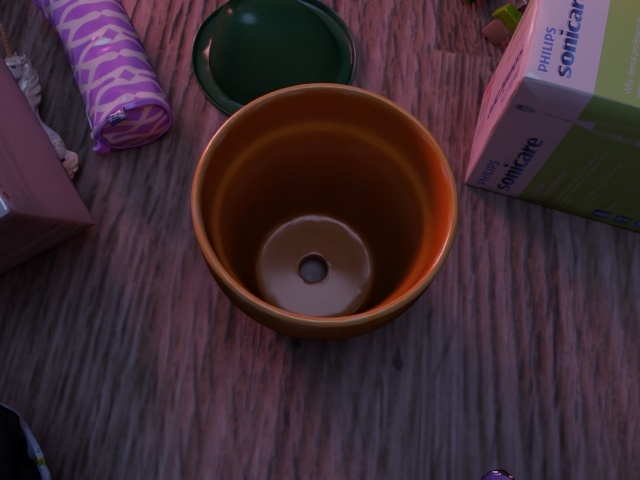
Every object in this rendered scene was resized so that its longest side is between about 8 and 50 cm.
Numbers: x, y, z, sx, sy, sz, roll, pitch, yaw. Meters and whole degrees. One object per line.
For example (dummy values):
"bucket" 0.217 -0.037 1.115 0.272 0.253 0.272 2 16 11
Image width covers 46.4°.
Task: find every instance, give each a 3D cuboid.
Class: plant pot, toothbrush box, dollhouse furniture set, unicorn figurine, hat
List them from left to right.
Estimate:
"unicorn figurine" -0.307 -0.114 0.755 0.111 0.060 0.162 -43 97 -14
"hat" -0.058 -0.232 0.743 0.209 0.183 0.172 -15 71 -9
"plant pot" 0.000 0.000 0.656 0.205 0.188 0.205 1 68 -3
"dollhouse furniture set" 0.234 -0.244 0.853 0.151 0.058 0.076 45 64 -7
"toothbrush box" 0.305 -0.107 0.706 0.284 0.206 0.122 15 69 3

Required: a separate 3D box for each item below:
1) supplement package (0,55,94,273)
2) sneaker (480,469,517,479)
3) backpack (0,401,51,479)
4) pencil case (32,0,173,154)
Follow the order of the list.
"supplement package" -0.324 -0.065 0.617 0.149 0.203 0.194 -29 89 -1
"sneaker" 0.105 0.261 0.484 0.087 0.083 0.221 4 66 10
"backpack" -0.312 0.269 0.498 0.290 0.273 0.355 6 80 -26
"pencil case" -0.225 -0.188 0.774 0.088 0.086 0.206 -29 70 11
